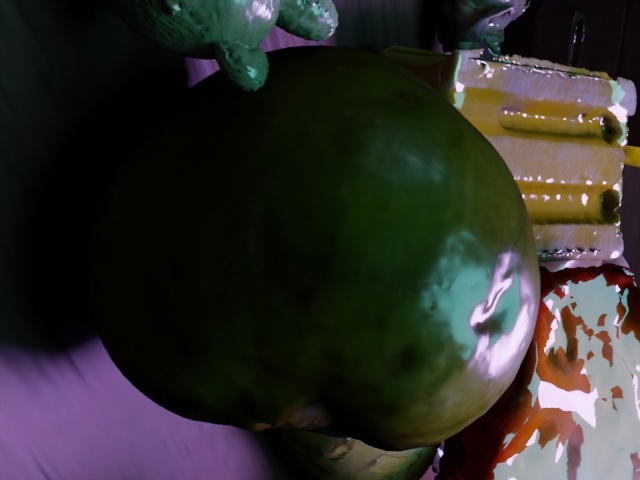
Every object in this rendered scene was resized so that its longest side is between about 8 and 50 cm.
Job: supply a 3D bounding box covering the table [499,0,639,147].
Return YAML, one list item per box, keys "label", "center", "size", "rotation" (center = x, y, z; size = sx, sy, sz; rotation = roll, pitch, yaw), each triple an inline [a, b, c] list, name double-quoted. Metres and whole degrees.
- label: "table"
  center: [0.256, -0.178, 1.086]
  size: [0.172, 0.193, 0.169]
  rotation: [-37, 135, -61]

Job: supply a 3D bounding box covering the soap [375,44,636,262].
- label: "soap"
  center: [0.123, -0.054, 0.845]
  size: [0.233, 0.076, 0.135]
  rotation: [-1, 97, -48]

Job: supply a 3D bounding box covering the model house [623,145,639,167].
- label: "model house"
  center: [0.374, -0.198, 1.326]
  size: [0.215, 0.237, 0.303]
  rotation: [-34, 133, -63]

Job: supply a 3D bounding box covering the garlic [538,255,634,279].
- label: "garlic"
  center: [0.150, 0.042, 1.058]
  size: [0.237, 0.210, 0.292]
  rotation: [61, 37, -9]

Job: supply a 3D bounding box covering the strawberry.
- label: "strawberry"
  center: [0.167, 0.176, 0.889]
  size: [0.265, 0.149, 0.336]
  rotation: [-10, 100, -24]

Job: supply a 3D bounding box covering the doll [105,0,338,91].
- label: "doll"
  center: [-0.042, -0.118, 0.496]
  size: [0.115, 0.077, 0.150]
  rotation: [54, 30, -18]

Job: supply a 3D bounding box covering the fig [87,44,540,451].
- label: "fig"
  center: [0.000, 0.000, 0.527]
  size: [0.181, 0.181, 0.191]
  rotation: [76, 12, -50]

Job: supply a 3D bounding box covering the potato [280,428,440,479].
- label: "potato"
  center: [0.025, 0.114, 0.799]
  size: [0.105, 0.085, 0.188]
  rotation: [-54, 154, -3]

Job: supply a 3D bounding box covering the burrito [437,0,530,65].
- label: "burrito"
  center: [0.153, -0.256, 0.949]
  size: [0.096, 0.066, 0.309]
  rotation: [71, 36, -59]

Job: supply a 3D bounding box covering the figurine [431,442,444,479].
- label: "figurine"
  center: [0.119, 0.327, 1.066]
  size: [0.175, 0.197, 0.265]
  rotation: [-5, 113, -32]
